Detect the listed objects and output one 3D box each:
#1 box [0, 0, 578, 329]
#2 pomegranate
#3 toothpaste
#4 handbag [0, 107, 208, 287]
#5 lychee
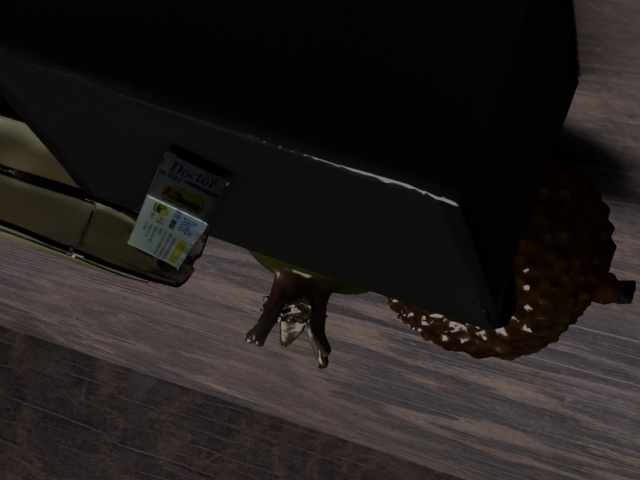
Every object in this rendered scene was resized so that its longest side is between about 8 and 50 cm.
[{"bbox_3d":[-0.013,-0.115,0.973,0.345,0.204,0.251,19,164,18],"label":"box"},{"bbox_3d":[0.000,0.000,1.339,0.181,0.224,0.181,14,167,3],"label":"pomegranate"},{"bbox_3d":[-0.098,-0.016,0.976,0.046,0.034,0.164,26,165,-6],"label":"toothpaste"},{"bbox_3d":[-0.334,-0.065,1.767,0.358,0.160,0.236,17,170,27],"label":"handbag"},{"bbox_3d":[0.149,0.012,1.213,0.238,0.200,0.200,22,166,-4],"label":"lychee"}]
